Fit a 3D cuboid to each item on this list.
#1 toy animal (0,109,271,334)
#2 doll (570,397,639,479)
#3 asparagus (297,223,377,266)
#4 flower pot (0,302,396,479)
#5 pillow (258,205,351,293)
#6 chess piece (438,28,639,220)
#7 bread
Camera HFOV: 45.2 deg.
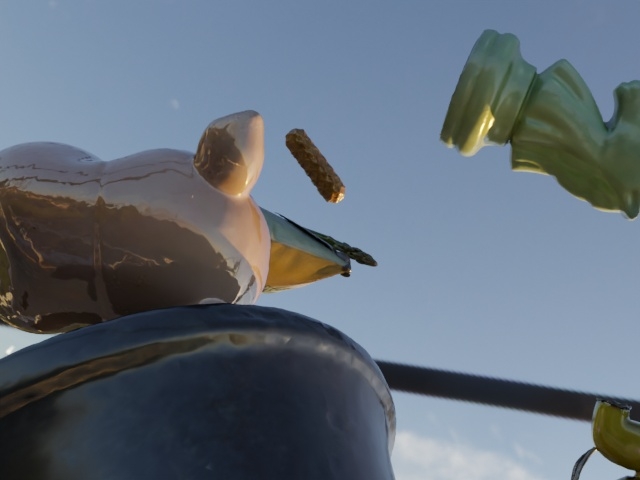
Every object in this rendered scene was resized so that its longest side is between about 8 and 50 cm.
[{"bbox_3d":[-0.146,-0.002,0.535,0.250,0.154,0.167,3,-83,31],"label":"toy animal"},{"bbox_3d":[0.346,0.294,0.852,0.135,0.221,0.143,10,-5,18],"label":"doll"},{"bbox_3d":[0.000,0.001,1.402,0.236,0.027,0.034,20,-33,27],"label":"asparagus"},{"bbox_3d":[-0.066,0.241,0.392,0.251,0.379,0.379,51,-10,44],"label":"flower pot"},{"bbox_3d":[-0.161,-0.001,1.040,0.312,0.119,0.310,24,-15,-28],"label":"pillow"},{"bbox_3d":[0.320,-0.153,1.014,0.298,0.176,0.176,24,-27,10],"label":"chess piece"},{"bbox_3d":[-0.009,-0.135,1.399,0.157,0.044,0.052,54,-29,-7],"label":"bread"}]
